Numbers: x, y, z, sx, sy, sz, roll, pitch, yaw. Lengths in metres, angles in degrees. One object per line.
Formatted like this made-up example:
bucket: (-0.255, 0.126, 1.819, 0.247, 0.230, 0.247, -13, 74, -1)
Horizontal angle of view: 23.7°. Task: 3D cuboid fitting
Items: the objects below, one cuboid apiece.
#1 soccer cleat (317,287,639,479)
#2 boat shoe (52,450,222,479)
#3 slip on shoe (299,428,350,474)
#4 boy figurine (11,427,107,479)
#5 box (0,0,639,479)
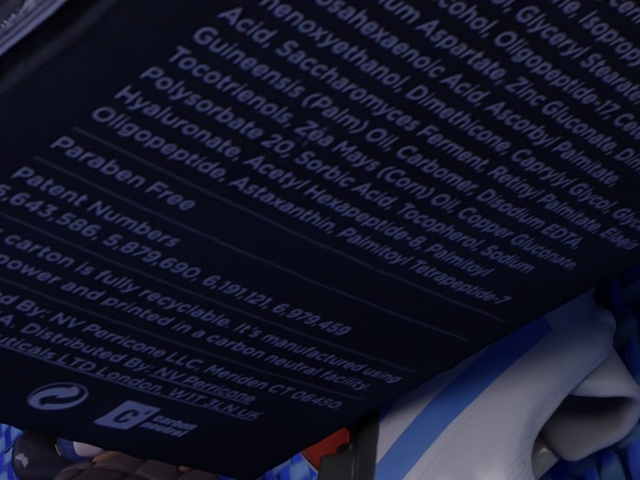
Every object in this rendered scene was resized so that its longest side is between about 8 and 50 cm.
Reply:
soccer cleat: (0.086, 0.036, 0.756, 0.116, 0.143, 0.331, 88, -171, -52)
boat shoe: (-0.046, 0.263, 0.863, 0.355, 0.132, 0.130, 50, 146, 44)
slip on shoe: (-0.033, 0.030, 0.915, 0.123, 0.101, 0.331, -59, 40, 22)
boy figurine: (-0.166, 0.057, 1.018, 0.285, 0.092, 0.177, 102, 157, -51)
box: (0.005, -0.234, 0.596, 0.471, 0.297, 0.480, -33, 53, 30)
